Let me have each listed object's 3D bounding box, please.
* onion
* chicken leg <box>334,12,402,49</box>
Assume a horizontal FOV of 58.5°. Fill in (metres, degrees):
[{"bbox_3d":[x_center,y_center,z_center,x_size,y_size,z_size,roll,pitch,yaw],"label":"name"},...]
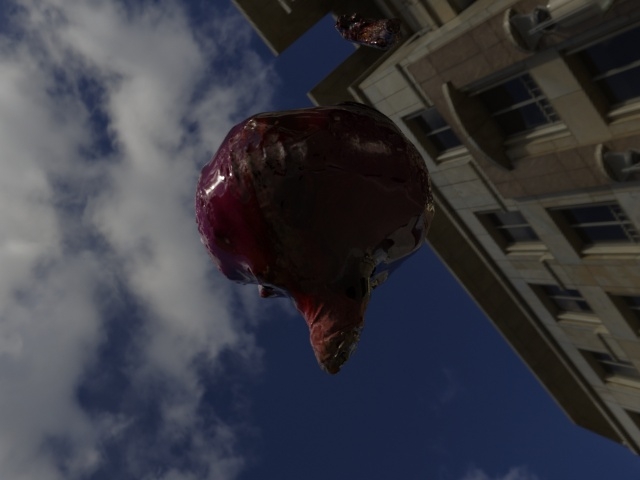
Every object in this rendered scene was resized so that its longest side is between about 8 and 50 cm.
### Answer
[{"bbox_3d":[0.000,0.000,0.917,0.398,0.398,0.420,11,-133,-22],"label":"onion"},{"bbox_3d":[0.090,-0.357,0.977,0.089,0.219,0.048,6,-70,-32],"label":"chicken leg"}]
